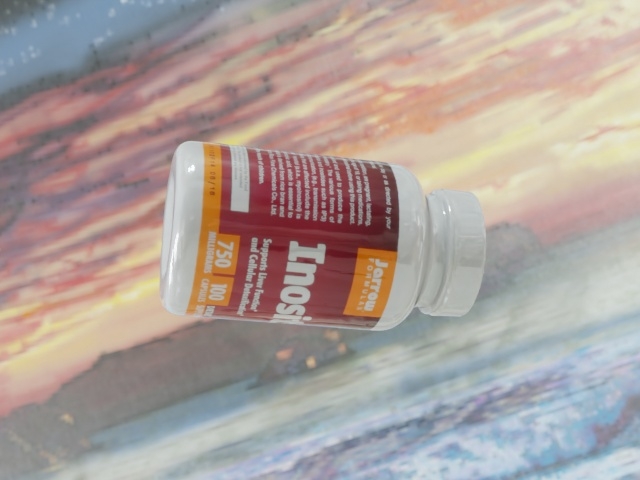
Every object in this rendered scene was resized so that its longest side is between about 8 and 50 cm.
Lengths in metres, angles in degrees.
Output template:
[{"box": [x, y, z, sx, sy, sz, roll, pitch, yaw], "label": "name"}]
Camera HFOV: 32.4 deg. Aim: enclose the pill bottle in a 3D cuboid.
[{"box": [0.000, 0.000, 0.545, 0.152, 0.086, 0.086, 5, -19, -12], "label": "pill bottle"}]
